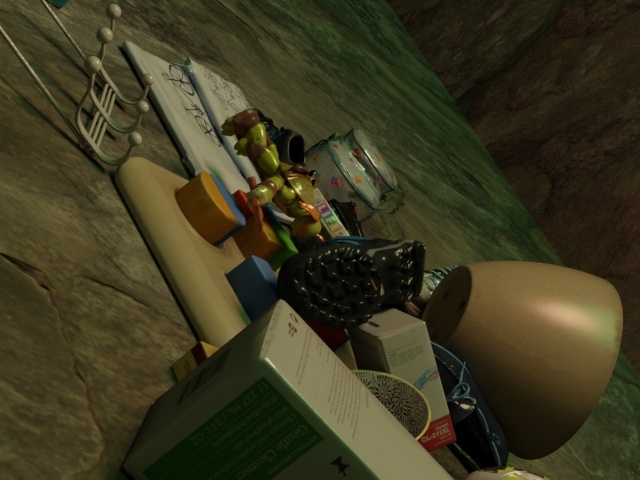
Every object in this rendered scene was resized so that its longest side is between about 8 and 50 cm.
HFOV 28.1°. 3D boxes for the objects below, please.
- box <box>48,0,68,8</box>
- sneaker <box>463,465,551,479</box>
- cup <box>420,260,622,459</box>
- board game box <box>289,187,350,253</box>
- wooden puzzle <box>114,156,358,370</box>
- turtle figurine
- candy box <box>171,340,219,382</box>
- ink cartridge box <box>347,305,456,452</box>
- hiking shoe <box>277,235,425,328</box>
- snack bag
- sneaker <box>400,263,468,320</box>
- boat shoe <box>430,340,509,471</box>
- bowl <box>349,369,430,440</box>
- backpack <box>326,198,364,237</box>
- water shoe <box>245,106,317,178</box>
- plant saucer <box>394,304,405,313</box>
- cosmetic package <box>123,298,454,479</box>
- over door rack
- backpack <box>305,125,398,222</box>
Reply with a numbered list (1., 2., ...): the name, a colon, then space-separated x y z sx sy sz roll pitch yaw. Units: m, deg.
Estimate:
1. box: -0.431 -0.460 1.904 0.100 0.060 0.244 30 27 -50
2. sneaker: 0.337 0.477 1.790 0.384 0.145 0.147 45 36 9
3. cup: 0.302 0.162 2.111 0.237 0.331 0.331 27 24 -16
4. board game box: 0.000 0.000 1.947 0.103 0.026 0.154 56 -22 16
5. wooden puzzle: -0.089 0.036 1.713 0.348 0.080 0.322 19 36 -60
6. turtle figurine: -0.058 -0.082 1.786 0.217 0.087 0.269 58 14 25
7. candy box: -0.079 0.192 1.466 0.186 0.053 0.109 31 25 -51
8. ink cartridge box: 0.107 0.188 1.718 0.127 0.072 0.175 -159 -128 -69
9. hiking shoe: 0.020 0.053 1.712 0.304 0.132 0.113 -2 96 -57
10. snack bag: -0.157 -0.172 2.047 0.342 0.037 0.323 21 34 -58
11. sneaker: 0.213 0.080 2.254 0.283 0.122 0.110 19 36 -58
12. boat shoe: 0.215 0.259 1.979 0.258 0.109 0.089 46 19 -9
13. bowl: 0.050 0.242 1.593 0.170 0.170 0.080 -97 -172 -60
14. backpack: 0.026 0.001 2.062 0.114 0.084 0.105 66 21 11
15. water shoe: -0.060 -0.150 2.050 0.073 0.080 0.203 32 26 -49
16. plant saucer: 0.150 0.111 2.272 0.083 0.015 0.083 44 18 -19
17. cosmetic package: 0.007 0.265 1.291 0.365 0.197 0.155 46 18 -10
18. over door rack: -0.342 -0.269 1.658 0.324 0.108 0.239 44 18 -21
19. backpack: 0.048 -0.109 2.260 0.166 0.144 0.188 55 20 -5
